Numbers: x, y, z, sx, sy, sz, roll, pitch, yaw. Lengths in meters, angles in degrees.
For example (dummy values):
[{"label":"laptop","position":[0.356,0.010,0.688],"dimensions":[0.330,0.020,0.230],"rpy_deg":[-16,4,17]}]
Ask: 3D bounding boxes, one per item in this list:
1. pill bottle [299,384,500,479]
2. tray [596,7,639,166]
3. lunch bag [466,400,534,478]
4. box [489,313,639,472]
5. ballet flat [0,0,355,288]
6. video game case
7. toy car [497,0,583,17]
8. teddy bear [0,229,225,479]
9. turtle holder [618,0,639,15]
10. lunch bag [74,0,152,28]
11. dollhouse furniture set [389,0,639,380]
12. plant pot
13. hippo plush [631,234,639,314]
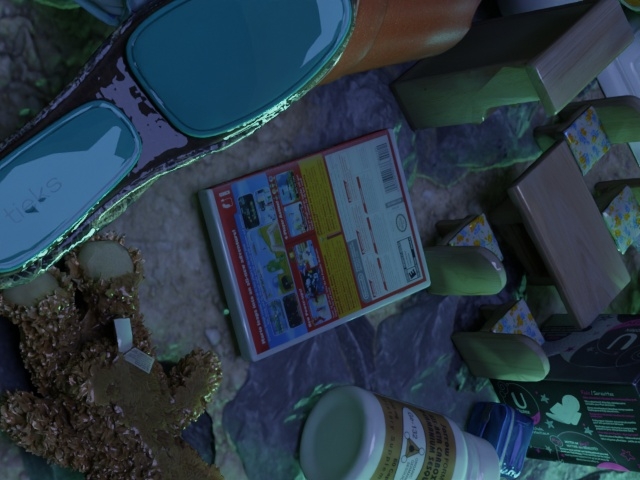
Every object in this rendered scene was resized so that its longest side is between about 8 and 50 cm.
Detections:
[{"label":"pill bottle","position":[0.100,0.259,1.763],"dimensions":[0.229,0.131,0.131],"rpy_deg":[21,76,-36]},{"label":"tray","position":[0.484,-0.200,2.145],"dimensions":[0.145,0.030,0.270],"rpy_deg":[-44,114,-32]},{"label":"lunch bag","position":[0.221,0.257,1.898],"dimensions":[0.065,0.067,0.098],"rpy_deg":[27,74,-34]},{"label":"box","position":[0.372,0.188,1.905],"dimensions":[0.163,0.247,0.142],"rpy_deg":[-38,112,-33]},{"label":"ballet flat","position":[-0.187,-0.126,1.490],"dimensions":[0.482,0.182,0.164],"rpy_deg":[-38,101,-12]},{"label":"video game case","position":[0.000,0.000,1.744],"dimensions":[0.285,0.025,0.204],"rpy_deg":[-21,101,-37]},{"label":"toy car","position":[0.259,-0.346,1.910],"dimensions":[0.238,0.210,0.219],"rpy_deg":[80,31,-42]},{"label":"teddy bear","position":[-0.222,0.158,1.546],"dimensions":[0.245,0.113,0.338],"rpy_deg":[-45,107,-38]},{"label":"turtle holder","position":[0.493,-0.454,2.033],"dimensions":[0.227,0.243,0.320],"rpy_deg":[32,78,-15]},{"label":"lunch bag","position":[-0.232,-0.376,1.490],"dimensions":[0.262,0.160,0.223],"rpy_deg":[33,55,4]},{"label":"dollhouse furniture set","position":[0.303,-0.080,1.856],"dimensions":[0.362,0.256,0.394],"rpy_deg":[-41,113,-31]},{"label":"plant pot","position":[0.029,-0.299,1.664],"dimensions":[0.265,0.272,0.272],"rpy_deg":[-11,95,-46]},{"label":"hippo plush","position":[0.550,0.127,2.017],"dimensions":[0.234,0.236,0.294],"rpy_deg":[6,86,-15]}]
